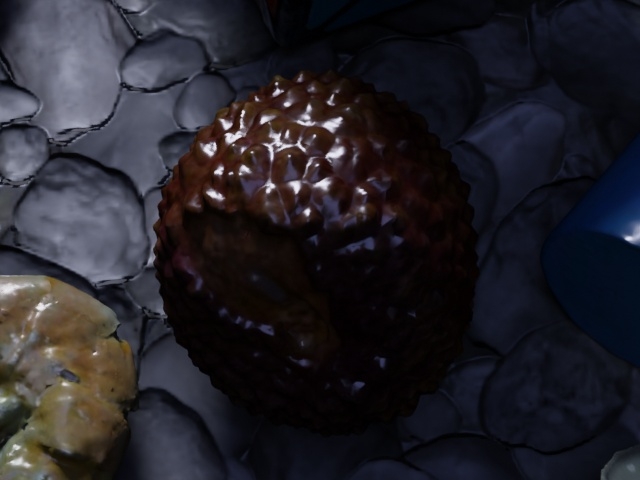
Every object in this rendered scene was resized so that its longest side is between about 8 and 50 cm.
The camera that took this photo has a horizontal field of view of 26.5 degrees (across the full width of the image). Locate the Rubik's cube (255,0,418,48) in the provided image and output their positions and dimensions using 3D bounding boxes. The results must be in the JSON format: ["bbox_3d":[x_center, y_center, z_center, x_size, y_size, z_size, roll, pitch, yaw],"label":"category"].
[{"bbox_3d":[0.048,-0.301,0.795,0.260,0.259,0.254,-25,78,-12],"label":"Rubik's cube"}]

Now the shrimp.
[{"bbox_3d":[-0.189,0.142,0.718,0.145,0.061,0.267,24,77,-21],"label":"shrimp"}]

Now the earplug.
[{"bbox_3d":[0.260,-0.056,0.813,0.132,0.132,0.273,38,69,6],"label":"earplug"}]

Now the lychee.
[{"bbox_3d":[0.000,0.000,0.745,0.188,0.188,0.188,2,72,-6],"label":"lychee"}]

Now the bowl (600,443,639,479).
[{"bbox_3d":[0.295,0.213,0.660,0.337,0.337,0.157,6,95,-5],"label":"bowl"}]
